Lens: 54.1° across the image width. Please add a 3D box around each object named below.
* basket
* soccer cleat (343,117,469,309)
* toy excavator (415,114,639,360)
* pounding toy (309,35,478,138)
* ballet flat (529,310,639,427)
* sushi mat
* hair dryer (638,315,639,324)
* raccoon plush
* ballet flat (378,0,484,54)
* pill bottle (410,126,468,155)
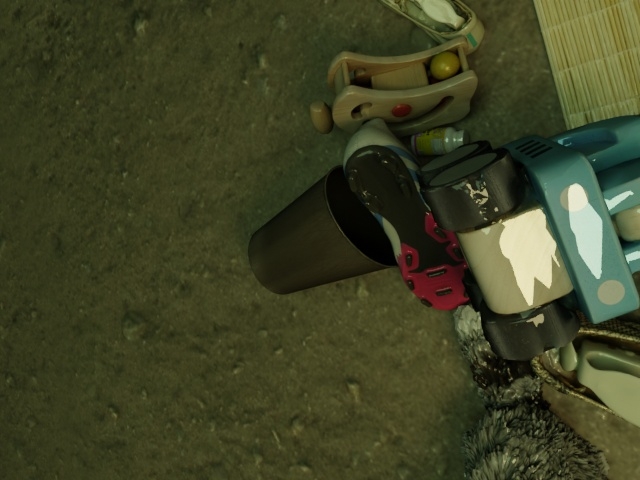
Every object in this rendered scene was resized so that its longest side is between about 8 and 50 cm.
[{"bbox_3d":[0.000,0.000,1.046,0.227,0.204,0.154,-26,43,39],"label":"basket"},{"bbox_3d":[0.145,-0.041,0.948,0.116,0.143,0.331,-21,122,23],"label":"soccer cleat"},{"bbox_3d":[0.354,-0.049,0.670,0.445,0.433,0.222,-24,101,11],"label":"toy excavator"},{"bbox_3d":[0.091,-0.250,0.950,0.270,0.154,0.154,-15,65,17],"label":"pounding toy"},{"bbox_3d":[0.483,0.209,0.752,0.483,0.182,0.163,17,102,29],"label":"ballet flat"},{"bbox_3d":[0.380,-0.317,0.864,0.152,0.019,0.316,-15,86,33],"label":"sushi mat"},{"bbox_3d":[0.532,0.071,0.686,0.294,0.223,0.080,-14,77,-1],"label":"hair dryer"},{"bbox_3d":[0.229,0.326,0.849,0.216,0.299,0.446,-39,74,28],"label":"raccoon plush"},{"bbox_3d":[0.149,-0.377,0.964,0.248,0.086,0.086,43,114,21],"label":"ballet flat"},{"bbox_3d":[0.187,-0.155,0.982,0.083,0.043,0.043,1,95,31],"label":"pill bottle"}]
